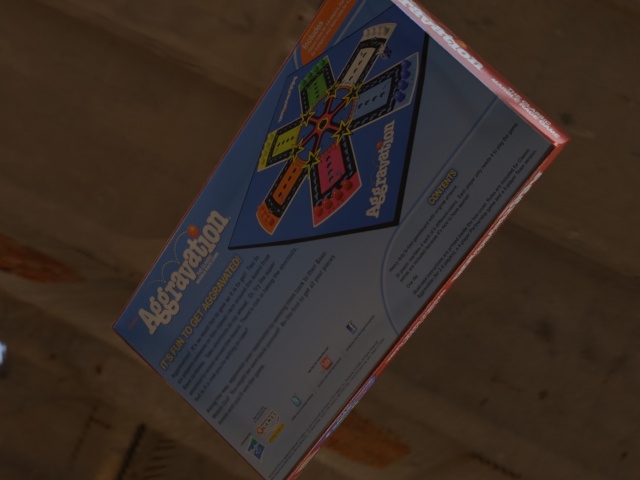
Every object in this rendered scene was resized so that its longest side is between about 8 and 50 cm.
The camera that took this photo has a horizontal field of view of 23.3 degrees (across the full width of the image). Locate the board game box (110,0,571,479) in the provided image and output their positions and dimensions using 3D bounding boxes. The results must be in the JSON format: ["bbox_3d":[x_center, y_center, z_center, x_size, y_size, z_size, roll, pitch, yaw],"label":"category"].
[{"bbox_3d":[0.000,0.000,0.859,0.145,0.027,0.281,43,-58,11],"label":"board game box"}]
